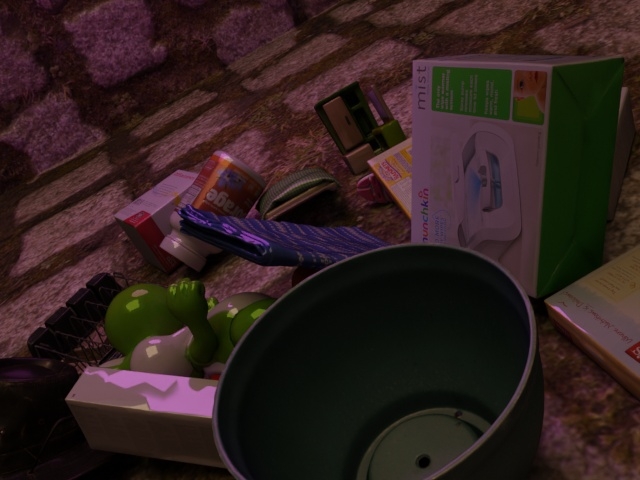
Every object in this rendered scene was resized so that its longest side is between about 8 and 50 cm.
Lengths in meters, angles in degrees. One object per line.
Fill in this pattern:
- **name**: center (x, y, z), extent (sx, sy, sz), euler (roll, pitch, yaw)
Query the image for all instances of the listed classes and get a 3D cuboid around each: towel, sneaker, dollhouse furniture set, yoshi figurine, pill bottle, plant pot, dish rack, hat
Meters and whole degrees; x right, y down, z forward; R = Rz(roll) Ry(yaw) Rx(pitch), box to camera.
- **towel**: center (0.000, 0.000, 0.855), extent (0.336, 0.040, 0.243), euler (4, 9, -38)
- **sneaker**: center (0.146, -0.120, 1.110), extent (0.170, 0.063, 0.075), euler (-20, 28, 9)
- **dollhouse furniture set**: center (-0.015, -0.167, 1.165), extent (0.301, 0.151, 0.197), euler (-30, 9, -2)
- **yoshi figurine**: center (-0.155, 0.107, 0.854), extent (0.362, 0.204, 0.203), euler (-19, 30, 7)
- **pill bottle**: center (-0.209, -0.053, 1.193), extent (0.121, 0.121, 0.216), euler (22, 78, 53)
- **plant pot**: center (0.075, 0.169, 0.586), extent (0.293, 0.196, 0.293), euler (-21, 31, 13)
- **dish rack**: center (-0.340, 0.145, 1.040), extent (0.271, 0.074, 0.208), euler (6, 42, 31)
- **hat**: center (-0.422, 0.232, 0.835), extent (0.331, 0.134, 0.331), euler (-3, 14, 1)

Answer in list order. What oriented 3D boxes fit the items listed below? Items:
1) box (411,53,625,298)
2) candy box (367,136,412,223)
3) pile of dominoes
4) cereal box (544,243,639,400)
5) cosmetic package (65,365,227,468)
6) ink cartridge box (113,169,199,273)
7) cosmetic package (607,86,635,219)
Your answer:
- **box**: center (0.232, -0.097, 0.784), extent (0.126, 0.262, 0.231), euler (-14, 23, -29)
- **candy box**: center (0.167, -0.087, 1.008), extent (0.105, 0.027, 0.206), euler (-30, 50, 0)
- **pile of dominoes**: center (-0.331, 0.170, 1.097), extent (0.251, 0.040, 0.196), euler (-8, 34, 16)
- **cereal box**: center (0.387, 0.059, 0.650), extent (0.240, 0.047, 0.173), euler (-30, 30, -3)
- **cosmetic package**: center (-0.175, 0.214, 0.752), extent (0.239, 0.099, 0.060), euler (3, 39, 14)
- **ink cartridge box**: center (-0.303, -0.044, 1.287), extent (0.176, 0.127, 0.128), euler (-41, 32, -22)
- **cosmetic package**: center (0.379, -0.126, 0.909), extent (0.117, 0.085, 0.231), euler (-1, 41, 38)
